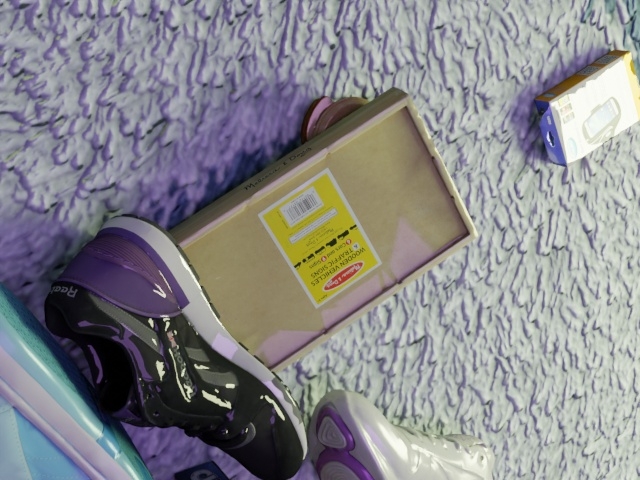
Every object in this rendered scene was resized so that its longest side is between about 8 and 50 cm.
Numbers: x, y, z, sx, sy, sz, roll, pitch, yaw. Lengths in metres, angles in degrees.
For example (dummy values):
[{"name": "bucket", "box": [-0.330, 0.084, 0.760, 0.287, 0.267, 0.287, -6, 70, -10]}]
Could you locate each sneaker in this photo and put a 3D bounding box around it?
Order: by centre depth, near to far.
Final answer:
[{"name": "sneaker", "box": [-0.263, 0.194, 0.763, 0.208, 0.127, 0.319, -35, 119, -9]}, {"name": "sneaker", "box": [-0.126, 0.125, 0.804, 0.283, 0.107, 0.124, 55, 45, -21]}, {"name": "sneaker", "box": [0.095, 0.234, 0.991, 0.152, 0.114, 0.305, -52, 126, -24]}]

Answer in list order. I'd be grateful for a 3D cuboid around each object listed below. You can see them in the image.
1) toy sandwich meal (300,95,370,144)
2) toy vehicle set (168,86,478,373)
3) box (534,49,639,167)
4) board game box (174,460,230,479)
[{"name": "toy sandwich meal", "box": [0.020, -0.097, 0.891, 0.086, 0.029, 0.085, -10, 111, -28]}, {"name": "toy vehicle set", "box": [0.000, 0.000, 0.875, 0.267, 0.035, 0.166, -33, 118, -7]}, {"name": "box", "box": [0.285, -0.139, 1.028, 0.136, 0.028, 0.081, -31, 116, -16]}, {"name": "board game box", "box": [-0.066, 0.346, 0.883, 0.042, 0.165, 0.243, -18, 112, -24]}]
